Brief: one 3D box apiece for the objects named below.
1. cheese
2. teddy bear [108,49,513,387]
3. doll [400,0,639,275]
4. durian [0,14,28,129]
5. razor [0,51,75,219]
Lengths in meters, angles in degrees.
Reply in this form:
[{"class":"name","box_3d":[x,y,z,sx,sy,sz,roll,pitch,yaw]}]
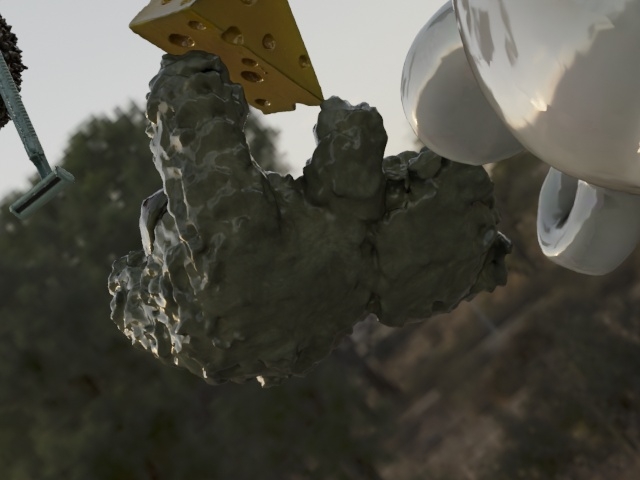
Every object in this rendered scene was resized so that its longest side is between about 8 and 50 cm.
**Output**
[{"class":"cheese","box_3d":[-0.071,-0.183,1.546,0.093,0.171,0.126,-8,39,44]},{"class":"teddy bear","box_3d":[0.000,0.000,1.567,0.367,0.224,0.357,-4,-46,-20]},{"class":"doll","box_3d":[0.139,-0.162,0.546,0.187,0.376,0.365,5,-78,-32]},{"class":"durian","box_3d":[-0.442,-0.193,1.951,0.196,0.196,0.167,-39,6,-5]},{"class":"razor","box_3d":[-0.324,-0.134,1.756,0.084,0.211,0.036,-33,-22,31]}]
